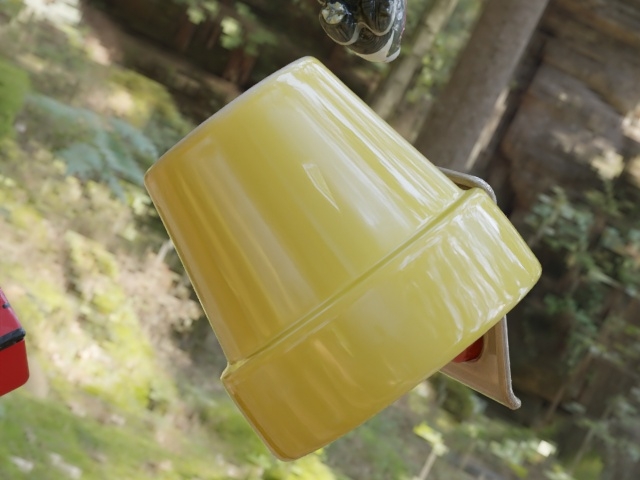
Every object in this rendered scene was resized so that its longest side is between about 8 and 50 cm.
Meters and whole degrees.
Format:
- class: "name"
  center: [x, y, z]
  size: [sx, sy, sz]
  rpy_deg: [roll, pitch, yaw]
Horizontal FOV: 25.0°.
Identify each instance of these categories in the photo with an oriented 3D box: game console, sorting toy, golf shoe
- class: "game console"
  center: [-0.415, 0.128, 1.645]
  size: [0.124, 0.144, 0.085]
  rpy_deg: [59, -30, 8]
- class: "sorting toy"
  center: [0.090, 0.027, 1.424]
  size: [0.041, 0.229, 0.307]
  rpy_deg: [-17, 17, -22]
- class: "golf shoe"
  center: [0.042, -0.318, 1.523]
  size: [0.105, 0.273, 0.120]
  rpy_deg: [-4, -16, 19]

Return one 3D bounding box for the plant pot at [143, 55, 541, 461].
- class: "plant pot"
  center: [0.000, 0.000, 1.104]
  size: [0.239, 0.254, 0.254]
  rpy_deg: [54, 8, 0]
